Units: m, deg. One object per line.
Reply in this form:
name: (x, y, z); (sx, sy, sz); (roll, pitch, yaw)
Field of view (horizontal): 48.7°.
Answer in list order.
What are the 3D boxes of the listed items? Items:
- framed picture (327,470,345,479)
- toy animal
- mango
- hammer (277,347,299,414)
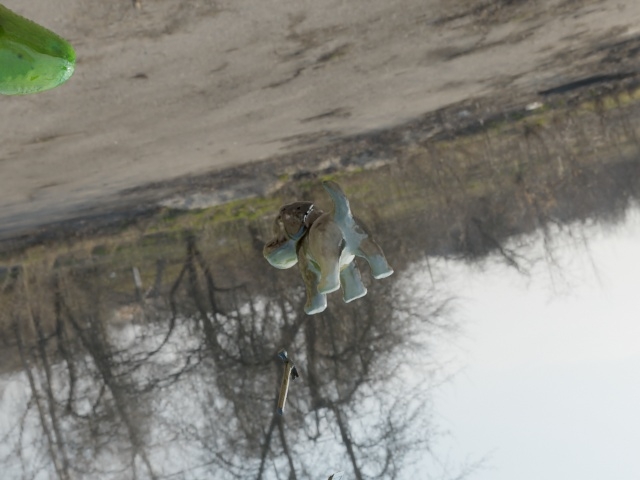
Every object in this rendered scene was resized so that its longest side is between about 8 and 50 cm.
framed picture: (-0.005, 0.501, 1.270); (0.011, 0.183, 0.142); (22, 170, 14)
toy animal: (0.001, 0.015, 1.008); (0.121, 0.169, 0.233); (-16, 178, -21)
mango: (-0.432, -0.257, 0.975); (0.178, 0.100, 0.119); (9, 139, -19)
hammer: (-0.067, 0.275, 1.345); (0.017, 0.062, 0.182); (-28, -162, 13)
